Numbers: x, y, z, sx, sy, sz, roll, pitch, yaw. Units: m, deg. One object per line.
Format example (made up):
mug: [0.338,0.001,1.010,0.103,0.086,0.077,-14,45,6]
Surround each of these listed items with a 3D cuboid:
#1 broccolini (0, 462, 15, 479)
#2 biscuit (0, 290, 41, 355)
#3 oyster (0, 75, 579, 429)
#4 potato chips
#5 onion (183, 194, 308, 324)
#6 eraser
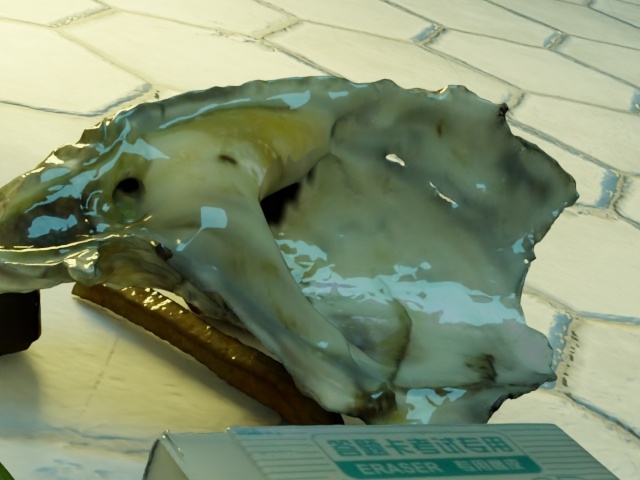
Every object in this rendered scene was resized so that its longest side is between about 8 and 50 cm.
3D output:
broccolini: [-0.162,0.098,0.593,0.271,0.062,0.123,36,12,34]
biscuit: [-0.201,0.001,0.855,0.056,0.052,0.188,-13,30,-25]
oyster: [-0.003,0.007,0.821,0.271,0.100,0.275,33,43,10]
potato chips: [-0.057,0.060,0.846,0.037,0.026,0.204,-22,41,-41]
onion: [-0.033,-0.007,0.931,0.119,0.118,0.117,20,23,12]
eraser: [0.041,0.124,0.702,0.225,0.052,0.095,3,25,-34]
